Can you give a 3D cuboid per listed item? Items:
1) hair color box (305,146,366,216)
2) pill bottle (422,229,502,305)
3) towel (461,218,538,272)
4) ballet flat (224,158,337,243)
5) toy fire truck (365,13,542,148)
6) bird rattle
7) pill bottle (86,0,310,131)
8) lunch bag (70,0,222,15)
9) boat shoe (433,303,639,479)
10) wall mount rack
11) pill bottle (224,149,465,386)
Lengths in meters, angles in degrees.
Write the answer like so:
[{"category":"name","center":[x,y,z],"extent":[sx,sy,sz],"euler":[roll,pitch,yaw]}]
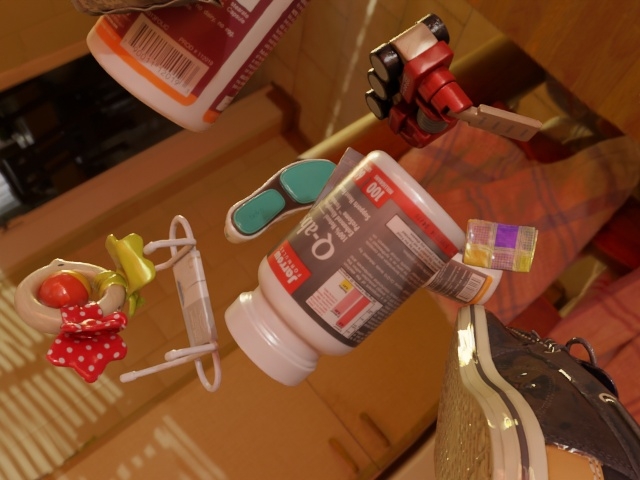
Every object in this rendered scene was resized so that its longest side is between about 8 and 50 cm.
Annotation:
[{"category":"hair color box","center":[0.000,0.000,1.367],"extent":[0.113,0.374,0.185],"euler":[31,158,-2]},{"category":"pill bottle","center":[0.267,0.036,1.450],"extent":[0.278,0.162,0.162],"euler":[24,157,-6]},{"category":"towel","center":[0.215,0.007,0.756],"extent":[0.083,0.060,0.009],"euler":[10,167,24]},{"category":"ballet flat","center":[-0.113,-0.110,1.735],"extent":[0.139,0.400,0.139],"euler":[31,139,32]},{"category":"toy fire truck","center":[0.210,-0.219,1.026],"extent":[0.246,0.158,0.217],"euler":[55,173,11]},{"category":"bird rattle","center":[-0.378,0.105,0.994],"extent":[0.207,0.253,0.143],"euler":[12,128,6]},{"category":"pill bottle","center":[-0.141,-0.377,0.922],"extent":[0.224,0.392,0.224],"euler":[40,-169,-9]},{"category":"lunch bag","center":[-0.206,-0.410,0.716],"extent":[0.235,0.169,0.287],"euler":[3,101,26]},{"category":"boat shoe","center":[0.204,0.183,0.632],"extent":[0.500,0.156,0.187],"euler":[-32,-49,-82]},{"category":"wall mount rack","center":[-0.312,0.139,1.220],"extent":[0.304,0.130,0.350],"euler":[-31,70,54]},{"category":"pill bottle","center":[0.033,0.050,1.000],"extent":[0.210,0.363,0.210],"euler":[45,-173,-7]}]
